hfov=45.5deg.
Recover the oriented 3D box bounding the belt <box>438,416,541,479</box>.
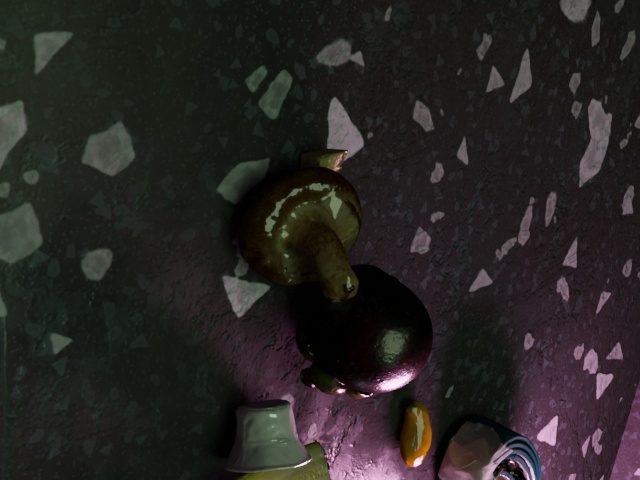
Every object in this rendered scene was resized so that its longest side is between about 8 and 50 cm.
[{"bbox_3d":[0.506,0.712,2.266,0.300,0.173,0.436,-50,130,-18],"label":"belt"}]

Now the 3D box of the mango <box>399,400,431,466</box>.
[{"bbox_3d":[0.254,0.515,2.038,0.098,0.075,0.190,-9,101,-48],"label":"mango"}]

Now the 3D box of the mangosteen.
[{"bbox_3d":[0.090,0.203,1.641,0.300,0.300,0.300,-15,112,-40],"label":"mangosteen"}]

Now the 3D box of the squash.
[{"bbox_3d":[-0.105,0.576,1.683,0.289,0.111,0.203,-20,96,-42],"label":"squash"}]

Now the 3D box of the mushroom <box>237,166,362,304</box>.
[{"bbox_3d":[-0.009,-0.020,1.533,0.267,0.254,0.267,14,90,-69],"label":"mushroom"}]

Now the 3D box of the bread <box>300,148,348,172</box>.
[{"bbox_3d":[0.004,-0.135,1.599,0.084,0.080,0.109,-14,109,-38],"label":"bread"}]

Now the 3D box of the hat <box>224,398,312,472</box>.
[{"bbox_3d":[-0.113,0.403,1.596,0.203,0.203,0.126,-1,87,-44],"label":"hat"}]
